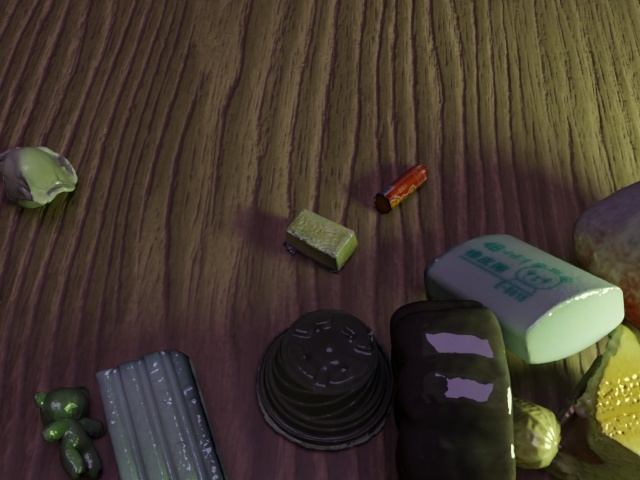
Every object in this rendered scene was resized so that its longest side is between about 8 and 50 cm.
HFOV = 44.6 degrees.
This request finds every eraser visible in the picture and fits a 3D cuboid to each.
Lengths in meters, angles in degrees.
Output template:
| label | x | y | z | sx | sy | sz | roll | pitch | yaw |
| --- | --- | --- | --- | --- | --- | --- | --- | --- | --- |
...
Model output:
| label | x | y | z | sx | sy | sz | roll | pitch | yaw |
| --- | --- | --- | --- | --- | --- | --- | --- | --- | --- |
| eraser | 0.320 | 0.086 | 1.271 | 0.189 | 0.104 | 0.290 | -17 | 23 | -19 |

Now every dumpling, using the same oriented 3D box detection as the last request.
| label | x | y | z | sx | sy | sz | roll | pitch | yaw |
| --- | --- | --- | --- | --- | --- | --- | --- | --- | --- |
| dumpling | -0.527 | -0.120 | 1.459 | 0.127 | 0.108 | 0.188 | -8 | 36 | -40 |

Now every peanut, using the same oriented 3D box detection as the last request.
| label | x | y | z | sx | sy | sz | roll | pitch | yaw |
| --- | --- | --- | --- | --- | --- | --- | --- | --- | --- |
| peanut | 0.303 | 0.277 | 1.162 | 0.093 | 0.194 | 0.083 | -36 | 93 | 7 |

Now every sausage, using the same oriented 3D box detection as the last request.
| label | x | y | z | sx | sy | sz | roll | pitch | yaw |
| --- | --- | --- | --- | --- | --- | --- | --- | --- | --- |
| sausage | 0.165 | -0.106 | 1.522 | 0.048 | 0.050 | 0.145 | 25 | 51 | 36 |

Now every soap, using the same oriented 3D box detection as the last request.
| label | x | y | z | sx | sy | sz | roll | pitch | yaw |
| --- | --- | --- | --- | --- | --- | --- | --- | --- | --- |
| soap | -0.235 | 0.305 | 1.182 | 0.150 | 0.094 | 0.261 | -18 | 59 | -9 |

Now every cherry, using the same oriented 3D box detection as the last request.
| label | x | y | z | sx | sy | sz | roll | pitch | yaw |
| --- | --- | --- | --- | --- | --- | --- | --- | --- | --- |
| cherry | 0.625 | 0.014 | 1.317 | 0.326 | 0.291 | 0.335 | -46 | 53 | -10 |

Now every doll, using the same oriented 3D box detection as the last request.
| label | x | y | z | sx | sy | sz | roll | pitch | yaw |
| --- | --- | --- | --- | --- | --- | --- | --- | --- | --- |
| doll | -0.384 | 0.296 | 1.187 | 0.115 | 0.077 | 0.150 | 12 | 44 | -54 |

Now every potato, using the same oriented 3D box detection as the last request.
| label | x | y | z | sx | sy | sz | roll | pitch | yaw |
| --- | --- | --- | --- | --- | --- | --- | --- | --- | --- |
| potato | -0.002 | -0.001 | 1.427 | 0.122 | 0.061 | 0.086 | 27 | 60 | 16 |

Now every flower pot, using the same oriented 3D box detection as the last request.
| label | x | y | z | sx | sy | sz | roll | pitch | yaw |
| --- | --- | --- | --- | --- | --- | --- | --- | --- | --- |
| flower pot | 0.012 | 0.201 | 1.237 | 0.236 | 0.140 | 0.235 | 3 | 55 | -4 |

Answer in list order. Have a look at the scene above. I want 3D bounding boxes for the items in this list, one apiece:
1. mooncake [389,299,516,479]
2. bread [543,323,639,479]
| label | x | y | z | sx | sy | sz | roll | pitch | yaw |
| --- | --- | --- | --- | --- | --- | --- | --- | --- | --- |
| mooncake | 0.183 | 0.238 | 1.139 | 0.154 | 0.306 | 0.306 | -2 | 55 | 3 |
| bread | 0.475 | 0.283 | 1.181 | 0.211 | 0.183 | 0.224 | 32 | 62 | 17 |
